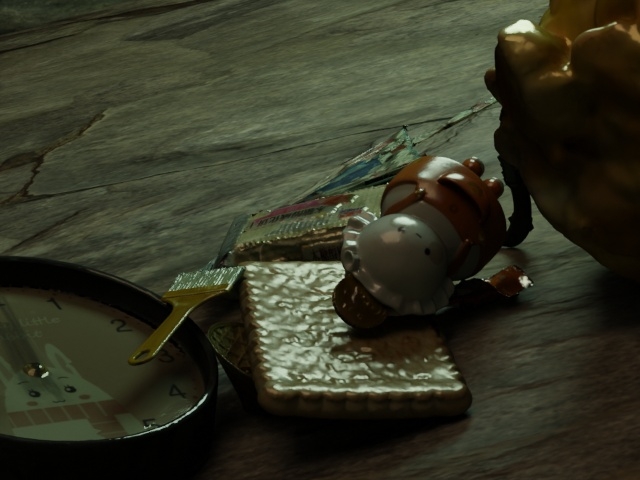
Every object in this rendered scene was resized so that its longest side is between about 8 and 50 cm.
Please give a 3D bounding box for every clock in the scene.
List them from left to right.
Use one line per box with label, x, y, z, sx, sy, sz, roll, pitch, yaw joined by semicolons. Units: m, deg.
clock;-0.290;0.134;1.785;0.386;0.076;0.386;11;26;-5

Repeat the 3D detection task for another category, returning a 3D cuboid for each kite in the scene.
kite;0.083;-0.110;2.296;0.368;0.014;0.406;-28;9;4

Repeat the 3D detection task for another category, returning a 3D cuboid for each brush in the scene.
brush;-0.150;0.080;1.835;0.083;0.011;0.205;-7;24;24

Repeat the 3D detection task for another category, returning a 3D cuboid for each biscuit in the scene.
biscuit;-0.001;0.002;2.099;0.309;0.079;0.186;-11;18;15
biscuit;0.025;0.100;1.827;0.217;0.044;0.325;-1;23;-9

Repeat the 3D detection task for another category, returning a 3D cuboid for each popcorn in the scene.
popcorn;0.362;-0.142;1.789;0.344;0.354;0.390;45;16;26

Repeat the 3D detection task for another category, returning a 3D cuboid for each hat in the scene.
hat;-0.065;0.151;1.830;0.146;0.067;0.146;25;17;-8

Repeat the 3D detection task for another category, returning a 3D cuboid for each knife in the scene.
knife;0.217;-0.068;1.959;0.045;0.222;0.021;17;48;21

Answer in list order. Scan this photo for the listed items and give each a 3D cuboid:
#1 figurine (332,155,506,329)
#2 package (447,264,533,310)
figurine;0.101;0.005;1.872;0.271;0.143;0.143;-45;33;-24
package;0.175;0.055;1.919;0.110;0.033;0.077;-14;0;-12
